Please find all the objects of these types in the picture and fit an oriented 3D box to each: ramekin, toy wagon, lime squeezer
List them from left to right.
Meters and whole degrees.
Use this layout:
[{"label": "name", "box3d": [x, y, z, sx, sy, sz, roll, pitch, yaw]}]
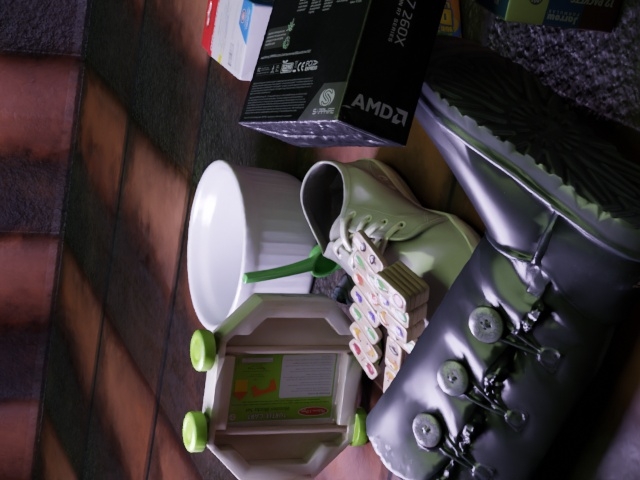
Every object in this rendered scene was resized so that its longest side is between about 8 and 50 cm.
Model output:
[{"label": "ramekin", "box3d": [-0.111, 0.011, 2.146, 0.277, 0.135, 0.277, -177, 90, -66]}, {"label": "toy wagon", "box3d": [-0.060, 0.244, 1.848, 0.068, 0.267, 0.345, -146, 61, -63]}, {"label": "lime squeezer", "box3d": [0.000, 0.000, 1.885, 0.059, 0.110, 0.310, -50, 1, 36]}]

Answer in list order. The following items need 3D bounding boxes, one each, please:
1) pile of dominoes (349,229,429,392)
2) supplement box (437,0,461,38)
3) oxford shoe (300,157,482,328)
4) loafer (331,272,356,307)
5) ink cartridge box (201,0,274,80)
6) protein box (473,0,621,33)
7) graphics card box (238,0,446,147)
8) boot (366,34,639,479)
[{"label": "pile of dominoes", "box3d": [0.088, 0.130, 1.646, 0.196, 0.040, 0.251, 42, 146, 34]}, {"label": "supplement box", "box3d": [0.132, -0.297, 1.697, 0.080, 0.078, 0.234, -20, 70, 61]}, {"label": "oxford shoe", "box3d": [0.092, 0.015, 1.702, 0.449, 0.130, 0.169, 49, 128, 54]}, {"label": "loafer", "box3d": [0.067, 0.069, 1.835, 0.170, 0.062, 0.061, 20, 92, 63]}, {"label": "ink cartridge box", "box3d": [-0.132, -0.368, 2.290, 0.231, 0.078, 0.134, -134, 52, -58]}, {"label": "protein box", "box3d": [0.231, -0.351, 1.404, 0.200, 0.135, 0.201, -130, 48, -56]}, {"label": "graphics card box", "box3d": [0.046, -0.283, 1.390, 0.232, 0.094, 0.371, 6, 78, 60]}, {"label": "boot", "box3d": [0.157, 0.054, 1.436, 0.367, 0.146, 0.445, 47, 135, 32]}]
